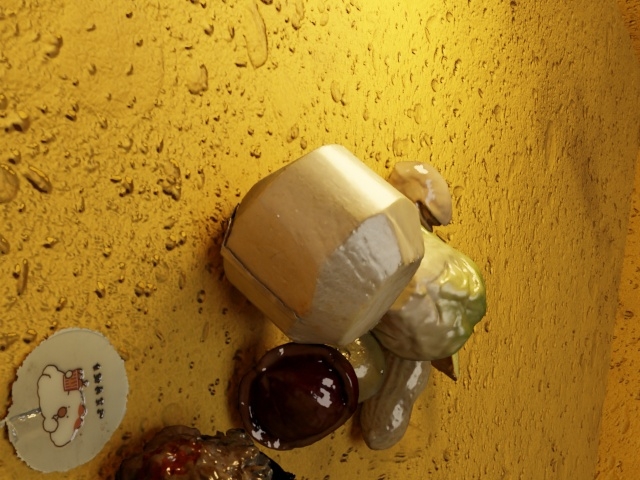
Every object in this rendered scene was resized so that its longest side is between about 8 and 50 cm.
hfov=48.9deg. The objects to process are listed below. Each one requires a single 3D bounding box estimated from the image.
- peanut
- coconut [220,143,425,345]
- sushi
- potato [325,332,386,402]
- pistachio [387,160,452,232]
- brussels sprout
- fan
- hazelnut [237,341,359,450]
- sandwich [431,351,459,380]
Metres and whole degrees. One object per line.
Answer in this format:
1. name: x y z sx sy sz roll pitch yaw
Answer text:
1. peanut: 0.159 0.326 1.497 0.123 0.124 0.256 47 58 -43
2. coconut: 0.000 0.000 1.132 0.323 0.323 0.322 -3 94 -53
3. sushi: -0.158 0.355 0.984 0.218 0.239 0.225 63 30 -27
4. potato: 0.053 0.242 1.339 0.157 0.157 0.194 -67 154 -25
5. pistachio: 0.225 -0.095 1.561 0.223 0.126 0.152 45 21 -45
6. brussels sprout: 0.195 0.102 1.396 0.273 0.243 0.316 55 16 -6
7. fan: -0.369 0.217 0.873 0.329 0.009 0.190 -13 103 -55
8. hazelnut: -0.037 0.259 1.174 0.202 0.170 0.160 -43 168 -8
9. sandwich: 0.273 0.213 1.670 0.090 0.088 0.244 -30 111 -58
